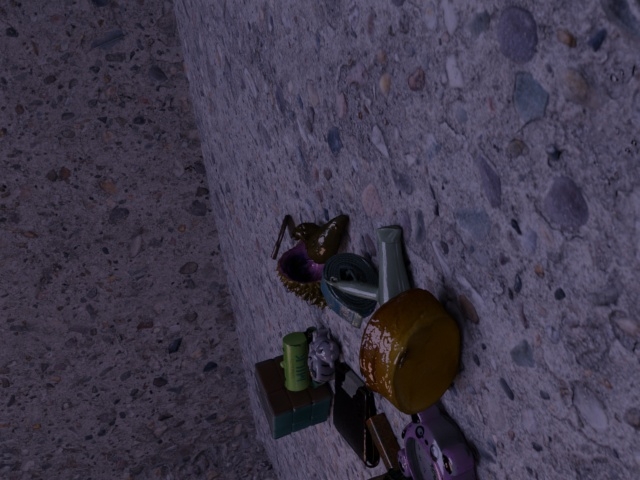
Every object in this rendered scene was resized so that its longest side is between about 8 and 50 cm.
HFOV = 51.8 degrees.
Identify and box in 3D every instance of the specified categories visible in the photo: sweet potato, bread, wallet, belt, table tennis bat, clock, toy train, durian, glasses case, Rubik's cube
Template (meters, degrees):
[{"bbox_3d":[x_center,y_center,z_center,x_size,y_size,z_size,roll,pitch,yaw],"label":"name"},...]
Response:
[{"bbox_3d":[0.000,0.003,1.829,0.310,0.098,0.124,171,90,-69],"label":"sweet potato"},{"bbox_3d":[0.177,0.221,1.317,0.143,0.195,0.269,40,147,44],"label":"bread"},{"bbox_3d":[0.106,0.536,2.034,0.221,0.071,0.262,-142,46,-63],"label":"wallet"},{"bbox_3d":[0.075,0.110,1.614,0.163,0.147,0.082,35,151,17],"label":"belt"},{"bbox_3d":[-0.090,0.005,2.250,0.107,0.119,0.170,-86,15,-62],"label":"table tennis bat"},{"bbox_3d":[0.263,0.501,1.480,0.227,0.090,0.248,-128,29,-49],"label":"clock"},{"bbox_3d":[-0.061,0.408,2.247,0.105,0.157,0.253,-123,27,-54],"label":"toy train"},{"bbox_3d":[0.015,0.387,2.126,0.117,0.080,0.176,-136,46,-59],"label":"clock"},{"bbox_3d":[-0.027,0.126,2.010,0.186,0.154,0.260,54,179,-22],"label":"durian"},{"bbox_3d":[0.194,0.598,1.838,0.075,0.049,0.218,105,144,-59],"label":"glasses case"},{"bbox_3d":[-0.104,0.560,2.427,0.231,0.225,0.221,95,154,-52],"label":"Rubik's cube"}]

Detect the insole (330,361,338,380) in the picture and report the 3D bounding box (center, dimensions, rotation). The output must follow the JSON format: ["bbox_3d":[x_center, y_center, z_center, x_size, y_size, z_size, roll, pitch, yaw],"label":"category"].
[{"bbox_3d":[0.043,0.445,2.230,0.192,0.010,0.063,122,130,-68],"label":"insole"}]

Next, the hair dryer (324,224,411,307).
[{"bbox_3d":[0.097,0.073,1.498,0.237,0.075,0.206,-3,99,41],"label":"hair dryer"}]

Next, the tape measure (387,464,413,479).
[{"bbox_3d":[0.252,0.719,1.665,0.207,0.115,0.235,-154,50,-70],"label":"tape measure"}]

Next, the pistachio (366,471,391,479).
[{"bbox_3d":[0.168,0.744,1.883,0.223,0.126,0.152,7,-77,-81],"label":"pistachio"}]

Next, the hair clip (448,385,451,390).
[{"bbox_3d":[0.232,0.310,1.489,0.226,0.034,0.072,142,111,-71],"label":"hair clip"}]
